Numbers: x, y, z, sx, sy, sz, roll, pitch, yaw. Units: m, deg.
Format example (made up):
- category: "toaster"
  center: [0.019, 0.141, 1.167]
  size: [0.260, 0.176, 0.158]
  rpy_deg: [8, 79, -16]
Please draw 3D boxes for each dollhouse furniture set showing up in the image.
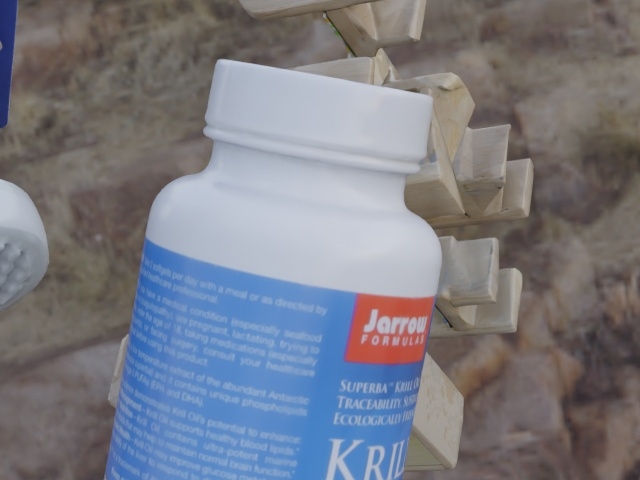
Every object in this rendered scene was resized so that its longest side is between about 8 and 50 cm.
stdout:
- category: "dollhouse furniture set"
  center: [0.000, 0.000, 1.342]
  size: [0.256, 0.362, 0.394]
  rpy_deg: [-6, 57, 27]

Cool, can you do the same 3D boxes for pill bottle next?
- category: "pill bottle"
  center: [-0.018, 0.042, 0.612]
  size: [0.124, 0.222, 0.124]
  rpy_deg: [10, 6, -1]

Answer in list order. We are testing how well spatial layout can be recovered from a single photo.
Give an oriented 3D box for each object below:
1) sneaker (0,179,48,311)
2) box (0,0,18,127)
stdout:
- category: "sneaker"
  center: [-0.319, -0.020, 0.722]
  size: [0.365, 0.135, 0.150]
  rpy_deg: [-6, 64, -4]
- category: "box"
  center: [-0.290, -0.144, 0.876]
  size: [0.225, 0.136, 0.036]
  rpy_deg: [20, 44, 3]
